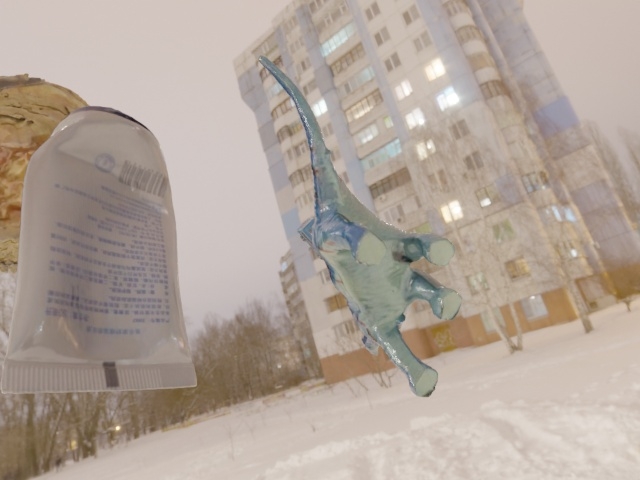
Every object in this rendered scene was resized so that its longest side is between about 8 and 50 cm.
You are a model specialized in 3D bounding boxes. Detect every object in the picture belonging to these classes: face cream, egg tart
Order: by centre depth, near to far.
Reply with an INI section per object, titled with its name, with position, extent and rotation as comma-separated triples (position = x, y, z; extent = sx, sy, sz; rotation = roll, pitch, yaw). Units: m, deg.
[face cream]
position = -0.284, -0.010, 0.603
extent = 0.137, 0.421, 0.234
rotation = -29, -29, 26
[egg tart]
position = -0.499, -0.106, 0.726
extent = 0.351, 0.353, 0.150
rotation = -9, 11, -23

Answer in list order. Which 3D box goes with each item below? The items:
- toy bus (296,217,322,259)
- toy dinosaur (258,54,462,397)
[toy bus]
position = 0.000, 0.000, 0.779
extent = 0.038, 0.083, 0.046
rotation = -45, 11, -14
[toy dinosaur]
position = 0.045, 0.023, 0.347
extent = 0.076, 0.144, 0.329
rotation = -35, -52, -16
